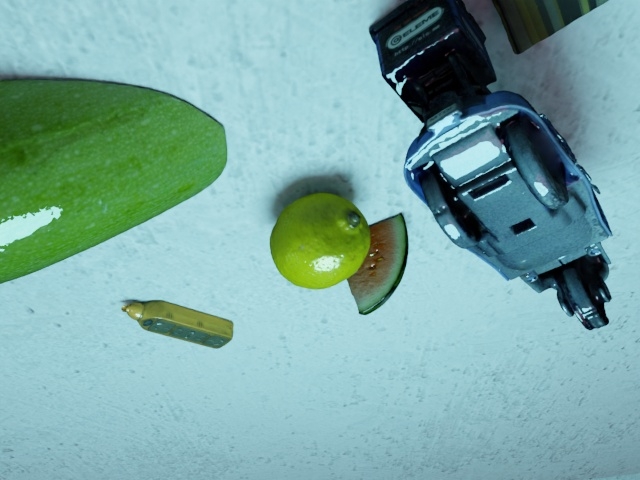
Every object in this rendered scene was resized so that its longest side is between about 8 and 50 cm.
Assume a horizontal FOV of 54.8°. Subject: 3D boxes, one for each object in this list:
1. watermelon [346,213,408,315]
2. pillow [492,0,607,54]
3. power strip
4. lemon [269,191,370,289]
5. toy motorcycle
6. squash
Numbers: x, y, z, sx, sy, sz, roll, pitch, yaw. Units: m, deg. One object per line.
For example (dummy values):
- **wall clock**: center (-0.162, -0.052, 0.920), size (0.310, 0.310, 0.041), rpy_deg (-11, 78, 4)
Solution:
- **watermelon**: center (0.065, 0.019, 0.794), size (0.094, 0.125, 0.135), rpy_deg (26, 109, 4)
- **pillow**: center (0.203, -0.258, 0.442), size (0.212, 0.052, 0.208), rpy_deg (-27, 136, 23)
- **power strip**: center (-0.204, 0.121, 0.897), size (0.178, 0.028, 0.049), rpy_deg (24, 134, -35)
- **lemon**: center (0.000, 0.000, 0.706), size (0.109, 0.109, 0.133), rpy_deg (15, 147, -28)
- **toy motorcycle**: center (0.189, -0.059, 0.591), size (0.125, 0.212, 0.358), rpy_deg (-27, 136, 27)
- **squash**: center (-0.252, -0.083, 0.620), size (0.260, 0.189, 0.189), rpy_deg (-33, 154, -28)
